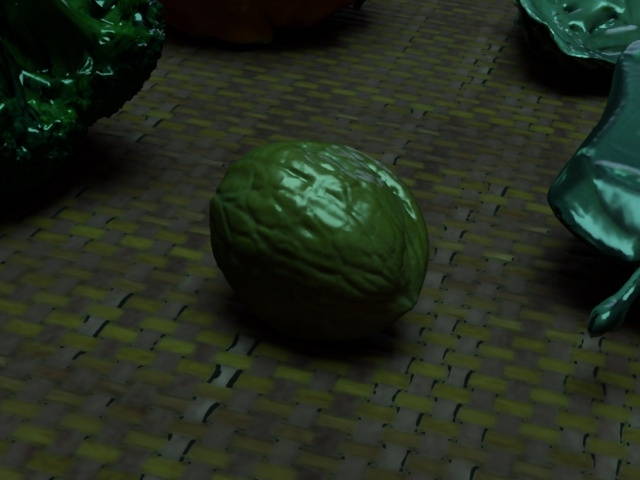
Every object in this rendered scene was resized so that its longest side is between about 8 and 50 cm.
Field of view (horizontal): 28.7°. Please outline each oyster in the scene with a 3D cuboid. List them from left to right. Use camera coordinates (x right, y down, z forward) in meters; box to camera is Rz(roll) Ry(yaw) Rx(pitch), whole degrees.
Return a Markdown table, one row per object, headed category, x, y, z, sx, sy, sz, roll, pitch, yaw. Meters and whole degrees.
| category | x | y | z | sx | sy | sz | roll | pitch | yaw |
| --- | --- | --- | --- | --- | --- | --- | --- | --- | --- |
| oyster | 0.220 | -0.215 | 1.111 | 0.199 | 0.087 | 0.252 | 0 | 34 | -31 |

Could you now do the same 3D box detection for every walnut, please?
| category | x | y | z | sx | sy | sz | roll | pitch | yaw |
| --- | --- | --- | --- | --- | --- | --- | --- | --- | --- |
| walnut | 0.000 | 0.000 | 0.656 | 0.124 | 0.105 | 0.105 | 36 | 39 | 26 |

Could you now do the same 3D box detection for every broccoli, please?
| category | x | y | z | sx | sy | sz | roll | pitch | yaw |
| --- | --- | --- | --- | --- | --- | --- | --- | --- | --- |
| broccoli | -0.232 | -0.163 | 0.737 | 0.297 | 0.297 | 0.298 | 7 | 62 | -14 |

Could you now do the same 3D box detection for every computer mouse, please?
| category | x | y | z | sx | sy | sz | roll | pitch | yaw |
| --- | --- | --- | --- | --- | --- | --- | --- | --- | --- |
| computer mouse | 0.224 | -0.025 | 0.758 | 0.167 | 0.090 | 0.379 | 19 | 36 | 24 |

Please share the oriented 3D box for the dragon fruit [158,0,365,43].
| category | x | y | z | sx | sy | sz | roll | pitch | yaw |
| --- | --- | --- | --- | --- | --- | --- | --- | --- | --- |
| dragon fruit | -0.068 | -0.284 | 1.104 | 0.290 | 0.189 | 0.291 | 10 | 32 | -7 |
